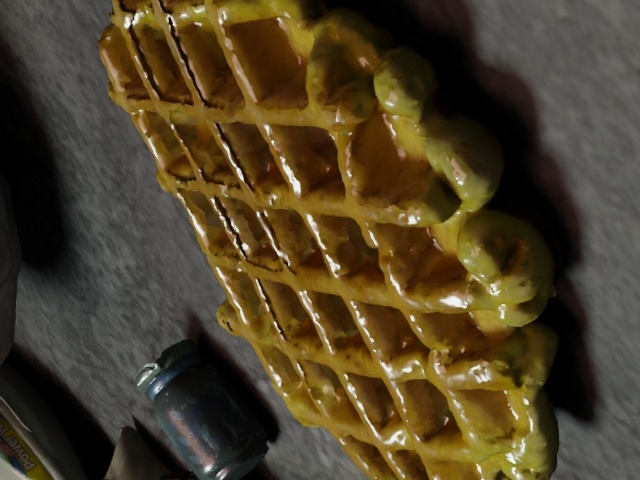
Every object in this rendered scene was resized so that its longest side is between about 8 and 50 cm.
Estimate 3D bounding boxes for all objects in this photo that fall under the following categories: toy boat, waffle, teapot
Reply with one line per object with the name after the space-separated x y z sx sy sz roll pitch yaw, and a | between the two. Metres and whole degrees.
-0.259 0.164 1.502 0.269 0.141 0.141 51 160 49 | toy boat
-0.002 -0.007 0.876 0.281 0.058 0.301 34 149 41 | waffle
-0.064 0.099 1.156 0.083 0.063 0.049 53 125 14 | teapot

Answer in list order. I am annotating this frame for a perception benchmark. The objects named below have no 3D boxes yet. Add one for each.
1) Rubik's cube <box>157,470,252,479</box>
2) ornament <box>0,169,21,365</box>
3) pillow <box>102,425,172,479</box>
-0.072 0.192 1.219 0.093 0.111 0.111 24 151 3 | Rubik's cube
-0.355 0.008 1.246 0.337 0.337 0.337 43 153 28 | ornament
-0.094 0.270 1.296 0.270 0.173 0.067 41 -172 30 | pillow
